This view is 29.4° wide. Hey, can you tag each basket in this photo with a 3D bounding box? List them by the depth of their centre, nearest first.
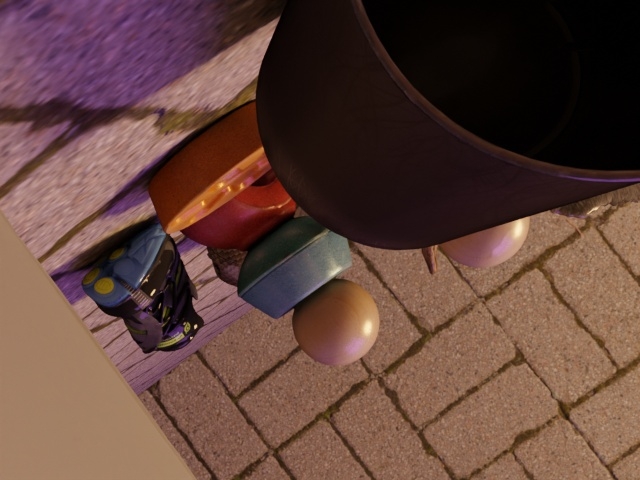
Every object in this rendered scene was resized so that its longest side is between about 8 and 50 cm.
[{"bbox_3d":[0.062,-0.077,0.446,0.204,0.154,0.227,-35,180,-21],"label":"basket"}]

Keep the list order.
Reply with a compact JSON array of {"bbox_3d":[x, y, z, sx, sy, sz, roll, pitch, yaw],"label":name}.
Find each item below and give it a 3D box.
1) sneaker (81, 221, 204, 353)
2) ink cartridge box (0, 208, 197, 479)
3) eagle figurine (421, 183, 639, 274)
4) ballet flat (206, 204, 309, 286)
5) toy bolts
[{"bbox_3d":[-0.111,0.037,0.833,0.067,0.078,0.188,-37,177,-5],"label":"sneaker"},{"bbox_3d":[-0.183,0.120,0.387,0.233,0.168,0.171,-38,176,18],"label":"ink cartridge box"},{"bbox_3d":[0.212,-0.124,1.185,0.298,0.225,0.226,-25,165,-10],"label":"eagle figurine"},{"bbox_3d":[-0.053,-0.010,1.115,0.250,0.058,0.084,-45,151,-72],"label":"ballet flat"},{"bbox_3d":[0.000,0.000,0.768,0.218,0.158,0.228,-35,176,-37],"label":"toy bolts"}]
